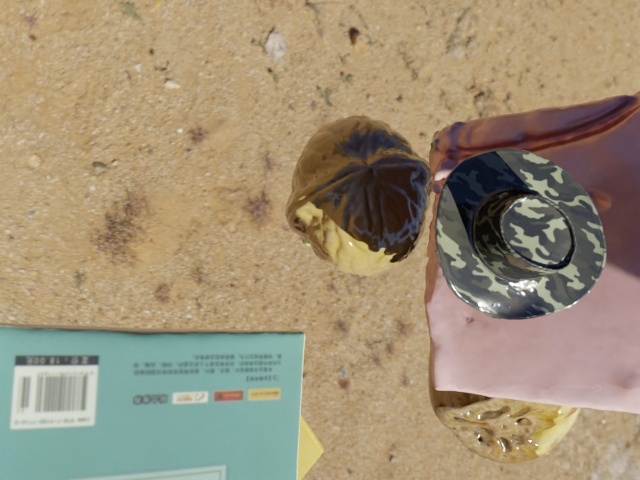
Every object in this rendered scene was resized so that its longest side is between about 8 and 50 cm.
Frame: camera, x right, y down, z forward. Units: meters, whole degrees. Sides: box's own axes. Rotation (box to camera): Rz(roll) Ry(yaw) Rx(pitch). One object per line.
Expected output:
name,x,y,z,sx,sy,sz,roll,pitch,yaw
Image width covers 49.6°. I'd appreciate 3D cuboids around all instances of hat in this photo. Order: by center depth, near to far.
hat,0.129,-0.002,0.429,0.121,0.050,0.121,0,92,-8

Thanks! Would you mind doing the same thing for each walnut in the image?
walnut,0.056,-0.063,0.966,0.228,0.228,0.228,1,89,-38

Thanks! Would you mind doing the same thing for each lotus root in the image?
lotus root,0.343,0.250,1.196,0.316,0.316,0.250,58,45,-22

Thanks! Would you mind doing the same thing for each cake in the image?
cake,0.275,0.016,0.739,0.306,0.293,0.314,-7,93,-61

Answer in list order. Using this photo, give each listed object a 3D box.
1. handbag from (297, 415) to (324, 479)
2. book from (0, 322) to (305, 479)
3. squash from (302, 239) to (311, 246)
handbag,-0.193,0.381,1.056,0.401,0.133,0.283,-44,123,-26
book,-0.135,0.252,0.508,0.264,0.031,0.379,7,84,-29
squash,0.000,0.000,1.328,0.027,0.083,0.027,1,89,-59
